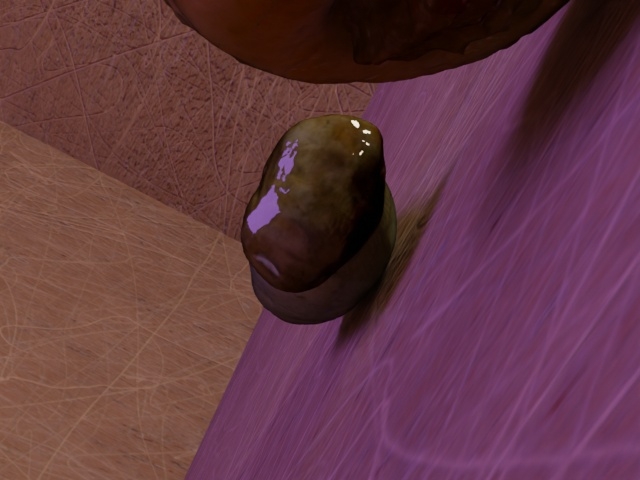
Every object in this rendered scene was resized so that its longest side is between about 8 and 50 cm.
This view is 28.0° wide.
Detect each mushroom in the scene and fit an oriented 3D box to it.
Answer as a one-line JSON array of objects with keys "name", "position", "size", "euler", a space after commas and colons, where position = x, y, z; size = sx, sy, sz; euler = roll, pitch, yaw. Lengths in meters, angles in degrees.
[{"name": "mushroom", "position": [-0.002, 0.003, 0.826], "size": [0.107, 0.087, 0.333], "euler": [-59, -2, -8]}]

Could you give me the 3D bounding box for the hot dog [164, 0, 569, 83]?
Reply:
[{"name": "hot dog", "position": [0.048, -0.252, 0.427], "size": [0.223, 0.185, 0.405], "euler": [18, 112, 59]}]
